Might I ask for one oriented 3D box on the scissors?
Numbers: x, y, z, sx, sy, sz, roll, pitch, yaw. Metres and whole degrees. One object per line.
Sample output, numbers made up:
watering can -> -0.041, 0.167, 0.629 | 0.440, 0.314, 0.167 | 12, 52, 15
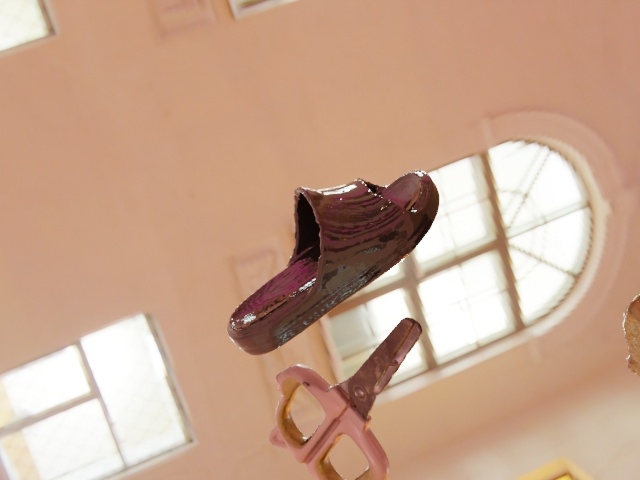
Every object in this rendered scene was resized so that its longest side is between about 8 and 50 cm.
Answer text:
scissors -> 0.029, 0.156, 1.182 | 0.160, 0.024, 0.317 | 48, -37, 14

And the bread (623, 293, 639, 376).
bread -> 0.393, 0.054, 1.113 | 0.110, 0.234, 0.184 | 50, -4, 25

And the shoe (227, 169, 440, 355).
shoe -> 0.000, 0.000, 1.127 | 0.093, 0.241, 0.108 | 53, -6, -22
